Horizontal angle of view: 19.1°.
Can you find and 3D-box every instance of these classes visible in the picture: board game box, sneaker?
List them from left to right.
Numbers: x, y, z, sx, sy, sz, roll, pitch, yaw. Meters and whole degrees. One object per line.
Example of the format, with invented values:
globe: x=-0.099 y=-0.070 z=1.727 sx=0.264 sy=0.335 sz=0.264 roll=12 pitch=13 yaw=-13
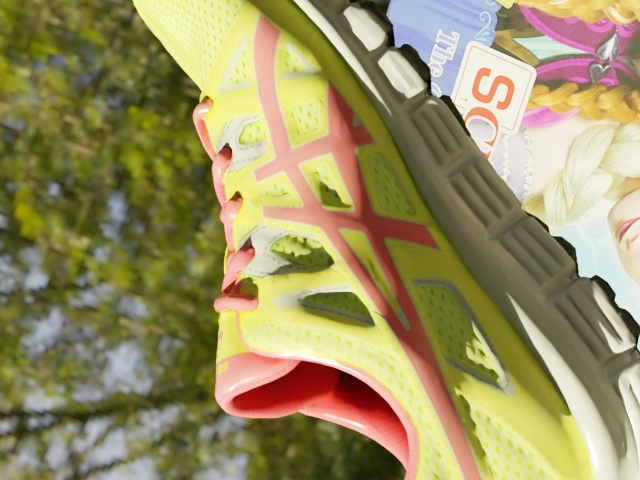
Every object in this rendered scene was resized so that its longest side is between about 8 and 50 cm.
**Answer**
sneaker: x=0.000 y=0.000 z=0.503 sx=0.094 sy=0.208 sz=0.081 roll=-36 pitch=-24 yaw=-5
board game box: x=0.173 y=-0.044 z=0.913 sx=0.066 sy=0.318 sz=0.319 roll=-26 pitch=-44 yaw=-57
